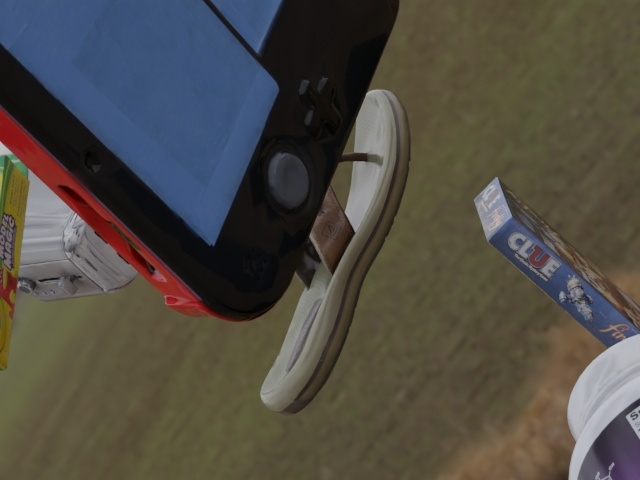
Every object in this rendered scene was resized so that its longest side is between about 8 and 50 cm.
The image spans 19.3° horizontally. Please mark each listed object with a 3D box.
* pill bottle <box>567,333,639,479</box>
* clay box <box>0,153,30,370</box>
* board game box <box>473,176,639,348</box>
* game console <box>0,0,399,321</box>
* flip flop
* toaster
[{"bbox_3d":[0.291,0.207,1.333,0.181,0.181,0.323,-51,33,17],"label":"pill bottle"},{"bbox_3d":[-0.325,0.014,1.627,0.127,0.053,0.222,-11,57,17],"label":"clay box"},{"bbox_3d":[0.285,0.040,2.177,0.042,0.243,0.165,-46,13,12],"label":"board game box"},{"bbox_3d":[-0.104,-0.170,1.257,0.060,0.386,0.342,-4,50,42],"label":"game console"},{"bbox_3d":[0.000,0.000,1.464,0.112,0.080,0.277,139,154,-72],"label":"flip flop"},{"bbox_3d":[-0.259,-0.035,2.136,0.146,0.129,0.227,1,53,42],"label":"toaster"}]
